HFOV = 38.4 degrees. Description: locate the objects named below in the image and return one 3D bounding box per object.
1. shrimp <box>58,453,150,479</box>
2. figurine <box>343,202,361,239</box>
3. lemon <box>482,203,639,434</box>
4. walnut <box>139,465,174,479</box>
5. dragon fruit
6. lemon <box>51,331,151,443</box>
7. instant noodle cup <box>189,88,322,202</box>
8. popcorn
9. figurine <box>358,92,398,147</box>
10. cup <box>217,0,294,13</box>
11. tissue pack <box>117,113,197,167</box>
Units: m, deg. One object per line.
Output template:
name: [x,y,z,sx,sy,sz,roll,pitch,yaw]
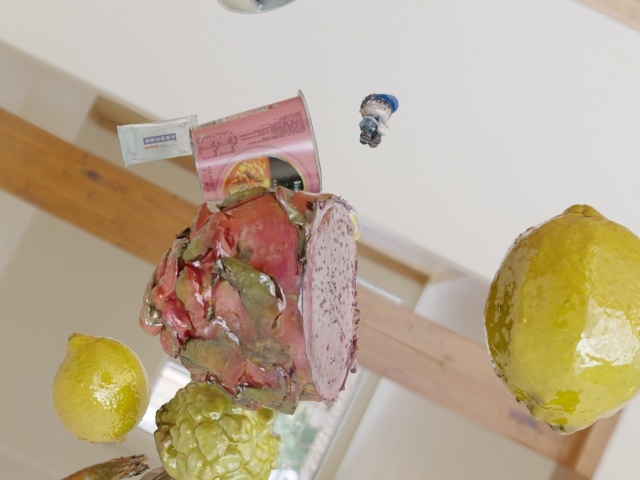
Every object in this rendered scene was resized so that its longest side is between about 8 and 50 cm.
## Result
shrimp: [-0.482,0.511,1.945,0.249,0.068,0.150,-14,168,-21]
figurine: [0.000,0.000,1.884,0.128,0.184,0.208,68,-175,-47]
lemon: [0.283,0.085,1.021,0.204,0.260,0.204,11,163,3]
walnut: [-0.280,0.575,1.817,0.227,0.273,0.273,6,173,0]
dragon fruit: [-0.101,0.057,1.219,0.263,0.314,0.296,1,-162,18]
lemon: [-0.420,0.286,1.759,0.187,0.187,0.244,17,126,58]
instant noodle cup: [-0.139,-0.182,1.942,0.255,0.243,0.244,-12,177,-5]
popcorn: [-0.199,0.354,1.668,0.252,0.236,0.206,-6,169,35]
figurine: [0.115,-0.252,1.949,0.077,0.136,0.079,18,154,-6]
cup: [-0.153,-0.745,2.264,0.237,0.326,0.323,-19,166,21]
tissue pack: [-0.393,-0.246,2.250,0.122,0.193,0.026,91,162,-46]
